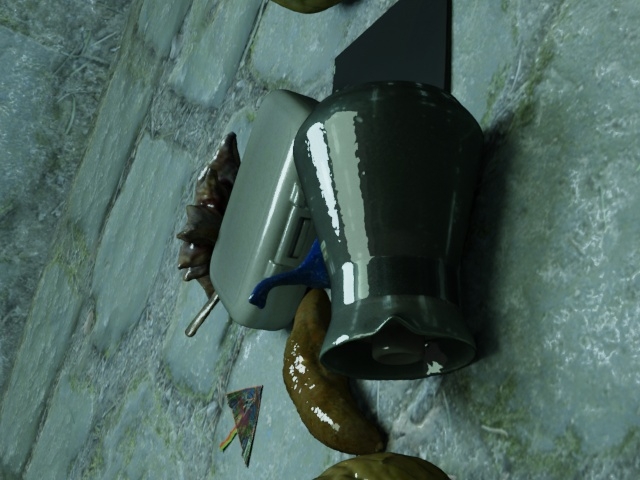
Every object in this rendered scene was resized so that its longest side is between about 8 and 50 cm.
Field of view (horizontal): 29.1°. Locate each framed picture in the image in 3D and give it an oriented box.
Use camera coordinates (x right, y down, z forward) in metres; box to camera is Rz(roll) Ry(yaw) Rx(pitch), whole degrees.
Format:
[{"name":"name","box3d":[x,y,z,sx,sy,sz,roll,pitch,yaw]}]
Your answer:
[{"name":"framed picture","box3d":[0.106,-0.266,1.972,0.339,0.014,0.255,-35,44,51]}]

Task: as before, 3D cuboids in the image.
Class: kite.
[{"name":"kite","box3d":[-0.136,0.304,2.098,0.159,0.010,0.190,-61,27,23]}]

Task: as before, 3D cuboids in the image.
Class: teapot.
[{"name":"teapot","box3d":[0.091,-0.001,1.612,0.300,0.253,0.344,83,-173,-67]}]

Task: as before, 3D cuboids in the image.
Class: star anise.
[{"name":"star anise","box3d":[-0.189,-0.017,2.260,0.292,0.109,0.349,77,-153,-50]}]

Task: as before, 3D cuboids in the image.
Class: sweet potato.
[{"name":"sweet potato","box3d":[0.001,0.202,1.807,0.114,0.092,0.341,-36,37,13]}]

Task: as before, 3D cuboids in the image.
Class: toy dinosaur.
[{"name":"toy dinosaur","box3d":[0.000,0.000,1.819,0.075,0.188,0.247,4,76,56]}]

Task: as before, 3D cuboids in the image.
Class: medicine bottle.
[{"name":"medicine bottle","box3d":[-0.070,-0.051,2.042,0.282,0.123,0.375,-128,55,-64]}]

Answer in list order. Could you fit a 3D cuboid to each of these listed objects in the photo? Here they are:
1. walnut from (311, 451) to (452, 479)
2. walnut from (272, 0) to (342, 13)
[{"name":"walnut","box3d":[0.074,0.354,1.436,0.228,0.228,0.228,-41,40,47]},{"name":"walnut","box3d":[-0.043,-0.528,2.131,0.283,0.283,0.227,-6,55,62]}]
